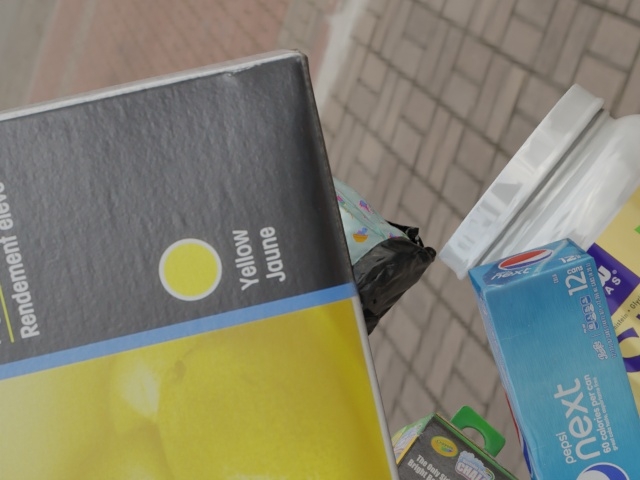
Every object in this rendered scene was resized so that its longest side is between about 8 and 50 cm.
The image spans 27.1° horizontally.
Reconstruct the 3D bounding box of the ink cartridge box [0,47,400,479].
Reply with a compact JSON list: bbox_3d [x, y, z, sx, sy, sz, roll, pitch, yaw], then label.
[{"bbox_3d":[-0.124,0.092,0.605,0.072,0.307,0.303,-144,41,-80],"label":"ink cartridge box"}]

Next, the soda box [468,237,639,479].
[{"bbox_3d":[0.158,0.110,0.833,0.067,0.071,0.210,-103,-5,-80],"label":"soda box"}]

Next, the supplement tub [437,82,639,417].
[{"bbox_3d":[0.297,0.039,1.191,0.241,0.331,0.241,-51,-6,-7],"label":"supplement tub"}]

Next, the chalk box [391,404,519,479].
[{"bbox_3d":[0.124,0.286,1.490,0.213,0.132,0.132,-50,1,-25],"label":"chalk box"}]

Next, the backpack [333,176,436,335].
[{"bbox_3d":[0.000,0.000,1.295,0.152,0.115,0.182,-45,66,4],"label":"backpack"}]
